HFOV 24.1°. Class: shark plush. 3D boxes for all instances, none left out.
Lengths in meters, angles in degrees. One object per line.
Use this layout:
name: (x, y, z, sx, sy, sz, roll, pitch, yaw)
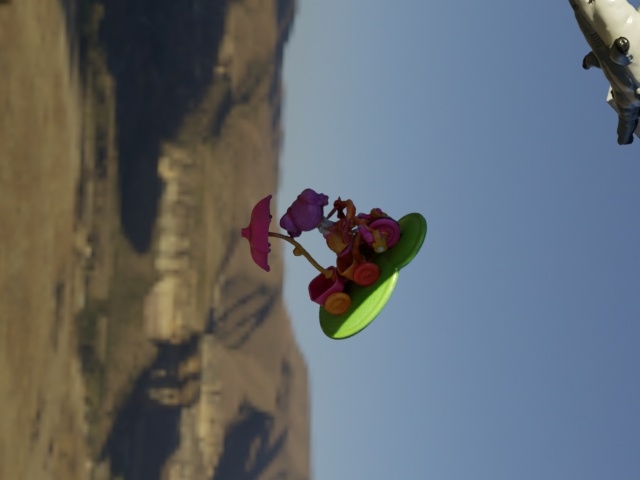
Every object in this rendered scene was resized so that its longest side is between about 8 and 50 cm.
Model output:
shark plush: (0.238, -0.145, 1.191, 0.073, 0.067, 0.161, -61, 145, -20)

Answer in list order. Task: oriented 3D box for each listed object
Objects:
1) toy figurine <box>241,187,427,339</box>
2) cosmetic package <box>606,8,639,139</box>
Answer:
toy figurine: (0.000, 0.000, 1.593, 0.173, 0.159, 0.130, -45, -150, 22)
cosmetic package: (0.552, -0.139, 1.937, 0.156, 0.385, 0.217, -32, -159, 36)
